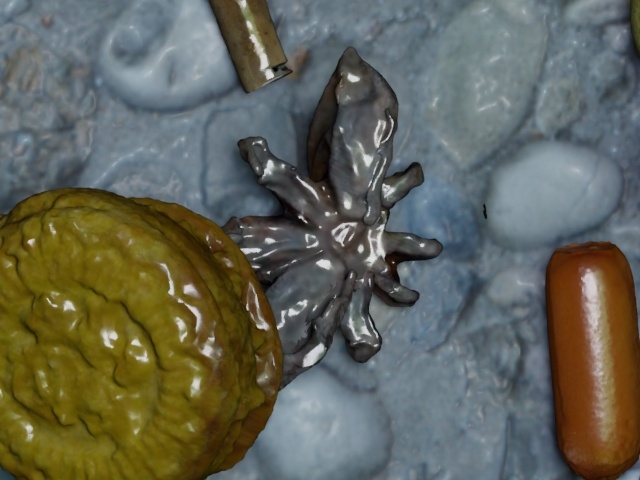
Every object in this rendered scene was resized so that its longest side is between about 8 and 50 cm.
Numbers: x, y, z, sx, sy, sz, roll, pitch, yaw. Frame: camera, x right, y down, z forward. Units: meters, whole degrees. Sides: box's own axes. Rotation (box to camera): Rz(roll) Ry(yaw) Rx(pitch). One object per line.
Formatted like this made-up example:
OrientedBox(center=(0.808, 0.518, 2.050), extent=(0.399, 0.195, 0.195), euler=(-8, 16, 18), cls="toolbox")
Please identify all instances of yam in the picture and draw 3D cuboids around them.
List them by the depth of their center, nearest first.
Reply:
OrientedBox(center=(-0.088, -0.245, 1.142), extent=(0.046, 0.046, 0.264), euler=(-22, 91, -14), cls="yam")

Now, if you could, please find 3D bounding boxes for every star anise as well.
OrientedBox(center=(-0.003, 0.004, 1.114), extent=(0.257, 0.110, 0.198), euler=(-43, 99, -16), cls="star anise")

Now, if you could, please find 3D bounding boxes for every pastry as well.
OrientedBox(center=(-0.158, 0.082, 1.023), extent=(0.235, 0.132, 0.240), euler=(-39, 84, 15), cls="pastry")

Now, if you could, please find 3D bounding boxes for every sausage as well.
OrientedBox(center=(0.225, 0.099, 1.180), extent=(0.076, 0.076, 0.197), euler=(-4, 89, -14), cls="sausage")

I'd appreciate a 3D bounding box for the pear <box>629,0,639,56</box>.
OrientedBox(center=(0.338, -0.194, 1.194), extent=(0.167, 0.136, 0.167), euler=(1, 87, -19), cls="pear")
